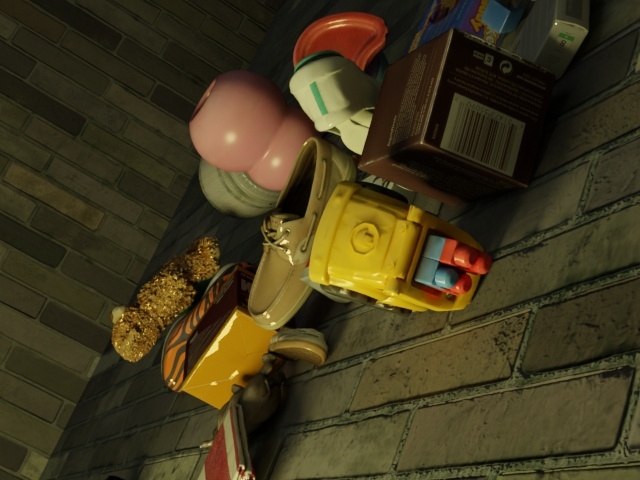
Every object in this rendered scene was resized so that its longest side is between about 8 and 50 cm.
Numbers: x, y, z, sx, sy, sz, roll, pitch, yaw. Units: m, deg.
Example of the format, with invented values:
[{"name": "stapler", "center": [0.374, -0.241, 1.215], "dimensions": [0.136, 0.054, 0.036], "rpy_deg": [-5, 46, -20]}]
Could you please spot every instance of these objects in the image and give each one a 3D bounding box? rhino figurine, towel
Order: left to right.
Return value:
[{"name": "towel", "center": [-0.183, 0.446, 1.572], "dimensions": [0.237, 0.037, 0.329], "rpy_deg": [-120, 53, -72]}, {"name": "rhino figurine", "center": [-0.139, 0.303, 1.722], "dimensions": [0.243, 0.073, 0.106], "rpy_deg": [-49, 16, 36]}]

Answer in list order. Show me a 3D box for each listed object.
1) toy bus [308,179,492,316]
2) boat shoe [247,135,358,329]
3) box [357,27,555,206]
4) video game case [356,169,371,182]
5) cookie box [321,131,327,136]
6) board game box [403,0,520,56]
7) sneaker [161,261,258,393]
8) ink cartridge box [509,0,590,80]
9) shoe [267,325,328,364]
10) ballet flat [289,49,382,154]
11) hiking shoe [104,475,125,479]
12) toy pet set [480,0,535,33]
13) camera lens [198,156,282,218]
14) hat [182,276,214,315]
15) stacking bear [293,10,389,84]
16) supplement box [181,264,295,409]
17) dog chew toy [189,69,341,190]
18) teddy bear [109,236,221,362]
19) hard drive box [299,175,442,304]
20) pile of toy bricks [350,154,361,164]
[{"name": "toy bus", "center": [0.131, 0.026, 1.258], "dimensions": [0.211, 0.220, 0.149], "rpy_deg": [13, 84, 42]}, {"name": "boat shoe", "center": [-0.054, -0.015, 1.720], "dimensions": [0.122, 0.110, 0.341], "rpy_deg": [14, 79, 45]}, {"name": "box", "center": [0.182, -0.161, 1.364], "dimensions": [0.203, 0.168, 0.167], "rpy_deg": [-13, 59, 67]}, {"name": "video game case", "center": [0.105, -0.152, 1.900], "dimensions": [0.157, 0.019, 0.143], "rpy_deg": [-64, 16, -14]}, {"name": "cookie box", "center": [0.009, -0.297, 2.411], "dimensions": [0.107, 0.040, 0.092], "rpy_deg": [-39, 26, 50]}, {"name": "board game box", "center": [0.250, -0.383, 1.765], "dimensions": [0.347, 0.078, 0.233], "rpy_deg": [-63, 16, -14]}, {"name": "sneaker", "center": [-0.229, 0.182, 2.115], "dimensions": [0.321, 0.124, 0.180], "rpy_deg": [-62, 15, -8]}, {"name": "ink cartridge box", "center": [0.321, -0.278, 1.452], "dimensions": [0.224, 0.056, 0.181], "rpy_deg": [110, 177, -48]}, {"name": "shoe", "center": [-0.038, 0.166, 1.652], "dimensions": [0.058, 0.076, 0.219], "rpy_deg": [-68, 15, -13]}, {"name": "ballet flat", "center": [0.088, -0.177, 1.559], "dimensions": [0.139, 0.400, 0.139], "rpy_deg": [-5, 80, 30]}, {"name": "hiking shoe", "center": [-0.459, 0.598, 2.131], "dimensions": [0.114, 0.086, 0.227], "rpy_deg": [-51, 18, 16]}, {"name": "toy pet set", "center": [0.297, -0.396, 1.592], "dimensions": [0.065, 0.122, 0.114], "rpy_deg": [-88, 16, -50]}, {"name": "camera lens", "center": [-0.154, -0.176, 2.358], "dimensions": [0.219, 0.219, 0.274], "rpy_deg": [-65, 17, -19]}, {"name": "hat", "center": [-0.253, 0.203, 2.349], "dimensions": [0.208, 0.183, 0.173], "rpy_deg": [-21, 15, 0]}, {"name": "stacking bear", "center": [0.071, -0.297, 1.892], "dimensions": [0.175, 0.164, 0.289], "rpy_deg": [-67, -24, -6]}, {"name": "supplement box", "center": [-0.152, 0.187, 1.863], "dimensions": [0.191, 0.129, 0.194], "rpy_deg": [-55, 17, 16]}, {"name": "dog chew toy", "center": [-0.094, -0.195, 2.004], "dimensions": [0.206, 0.332, 0.206], "rpy_deg": [-52, 17, 23]}, {"name": "teddy bear", "center": [-0.352, 0.112, 2.232], "dimensions": [0.338, 0.113, 0.245], "rpy_deg": [-45, 19, 1]}, {"name": "hard drive box", "center": [0.082, -0.010, 1.583], "dimensions": [0.232, 0.089, 0.181], "rpy_deg": [-27, 34, 62]}, {"name": "pile of toy bricks", "center": [0.022, -0.098, 1.844], "dimensions": [0.212, 0.105, 0.118], "rpy_deg": [155, 124, -65]}]
